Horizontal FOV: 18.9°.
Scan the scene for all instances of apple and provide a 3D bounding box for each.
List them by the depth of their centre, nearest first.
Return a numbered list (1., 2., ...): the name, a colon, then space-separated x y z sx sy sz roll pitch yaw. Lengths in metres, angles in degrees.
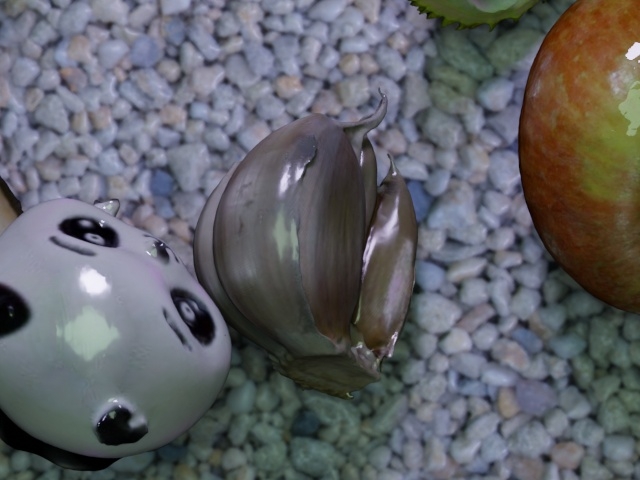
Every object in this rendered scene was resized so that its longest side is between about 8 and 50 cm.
1. apple: 0.315 -0.093 1.792 0.278 0.250 0.309 9 107 -14

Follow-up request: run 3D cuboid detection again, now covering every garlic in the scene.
1. garlic: 0.000 0.000 1.781 0.237 0.210 0.291 1 83 -26

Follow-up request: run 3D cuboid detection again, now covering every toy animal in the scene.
1. toy animal: -0.205 0.096 1.735 0.251 0.310 0.250 0 84 0

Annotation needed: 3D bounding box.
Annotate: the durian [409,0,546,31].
1. durian: 0.208 -0.338 1.832 0.158 0.169 0.352 37 86 3

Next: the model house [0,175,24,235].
1. model house: -0.402 -0.017 1.815 0.183 0.172 0.166 -42 118 -22
